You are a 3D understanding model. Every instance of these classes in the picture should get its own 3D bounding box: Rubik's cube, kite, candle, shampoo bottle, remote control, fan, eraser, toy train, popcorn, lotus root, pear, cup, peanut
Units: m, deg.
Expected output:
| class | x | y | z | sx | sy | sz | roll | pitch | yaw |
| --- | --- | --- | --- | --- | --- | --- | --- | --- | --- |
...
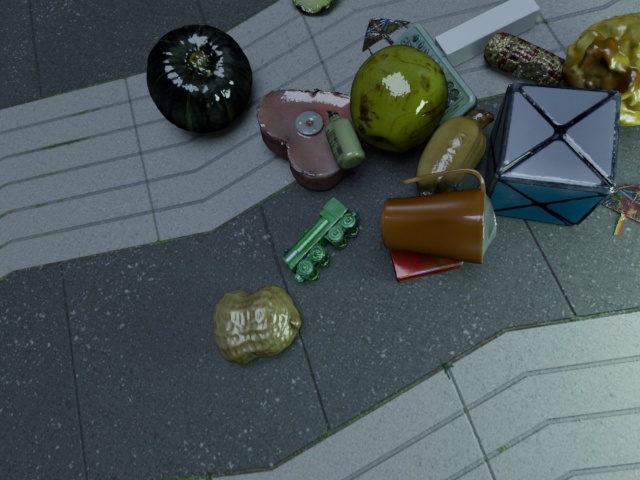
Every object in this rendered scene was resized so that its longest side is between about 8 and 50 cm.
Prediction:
| class | x | y | z | sx | sy | sz | roll | pitch | yaw |
| --- | --- | --- | --- | --- | --- | --- | --- | --- | --- |
| Rubik's cube | 0.547 | -0.201 | 1.106 | 0.258 | 0.260 | 0.255 | 8 | 73 | 16 |
| kite | 0.785 | -0.081 | 1.150 | 0.189 | 0.010 | 0.159 | 34 | 83 | 21 |
| candle | -0.017 | -0.322 | 1.330 | 0.287 | 0.131 | 0.317 | -42 | 79 | -11 |
| kite | 0.204 | -0.668 | 1.453 | 0.182 | 0.010 | 0.160 | -32 | 70 | 0 |
| shampoo bottle | 0.058 | -0.277 | 1.212 | 0.079 | 0.079 | 0.162 | -21 | 73 | 4 |
| remote control | 0.328 | -0.484 | 1.333 | 0.128 | 0.065 | 0.336 | -39 | 67 | 28 |
| fan | 0.370 | -0.130 | 1.172 | 0.005 | 0.175 | 0.114 | 25 | 99 | 46 |
| eraser | 0.490 | -0.621 | 1.346 | 0.297 | 0.078 | 0.076 | -26 | 69 | 2 |
| toy train | 0.000 | 0.000 | 1.245 | 0.251 | 0.085 | 0.119 | -46 | 64 | -7 |
| popcorn | 0.765 | -0.414 | 1.116 | 0.331 | 0.225 | 0.265 | -1 | 71 | -35 |
| lotus root | 0.349 | -0.223 | 1.211 | 0.130 | 0.146 | 0.304 | 25 | 79 | 49 |
| pear | 0.205 | -0.373 | 1.213 | 0.283 | 0.283 | 0.284 | -3 | 72 | 10 |
| cup | 0.288 | -0.060 | 1.098 | 0.263 | 0.182 | 0.227 | 2 | 101 | 19 |
| peanut | -0.168 | 0.218 | 1.191 | 0.232 | 0.110 | 0.197 | -13 | 70 | 9 |

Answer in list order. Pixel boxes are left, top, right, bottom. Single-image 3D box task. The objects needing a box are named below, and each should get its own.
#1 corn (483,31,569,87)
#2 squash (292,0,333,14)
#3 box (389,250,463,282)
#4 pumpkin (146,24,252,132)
| class | x | y | z | sx | sy | sz | roll | pitch | yaw |
| --- | --- | --- | --- | --- | --- | --- | --- | --- | --- |
| corn | 0.602 | -0.495 | 1.277 | 0.289 | 0.098 | 0.098 | 35 | 82 | 16 |
| squash | -0.009 | -0.857 | 1.534 | 0.191 | 0.085 | 0.184 | 13 | 104 | 17 |
| box | 0.275 | 0.036 | 1.193 | 0.175 | 0.048 | 0.113 | -13 | 68 | 7 |
| pumpkin | -0.368 | -0.494 | 1.388 | 0.322 | 0.241 | 0.324 | 1 | 76 | -5 |
